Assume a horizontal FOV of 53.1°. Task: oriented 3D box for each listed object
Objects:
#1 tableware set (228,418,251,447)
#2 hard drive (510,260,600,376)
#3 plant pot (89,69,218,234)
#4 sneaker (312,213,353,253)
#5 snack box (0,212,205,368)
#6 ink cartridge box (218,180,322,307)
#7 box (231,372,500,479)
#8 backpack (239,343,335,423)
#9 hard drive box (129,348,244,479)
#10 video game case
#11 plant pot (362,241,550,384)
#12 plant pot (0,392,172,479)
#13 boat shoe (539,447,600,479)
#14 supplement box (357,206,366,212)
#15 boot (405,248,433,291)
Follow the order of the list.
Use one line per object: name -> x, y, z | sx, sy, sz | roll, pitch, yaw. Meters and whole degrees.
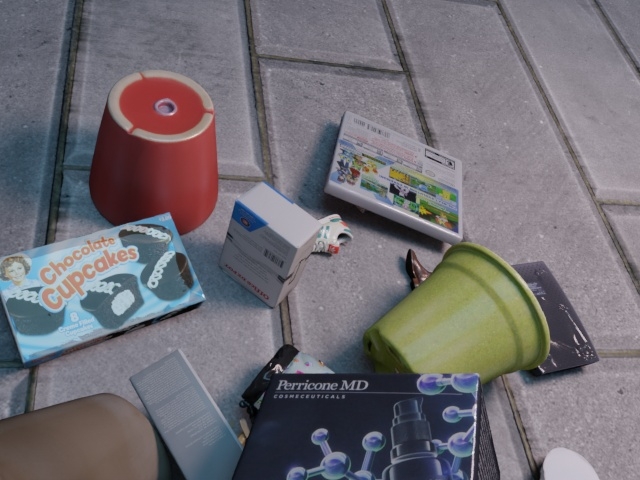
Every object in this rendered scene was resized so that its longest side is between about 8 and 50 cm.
tableware set -> -0.126, 0.390, 1.037 | 0.128, 0.039, 0.194 | 24, 51, 0
hard drive -> 0.471, 0.167, 1.387 | 0.172, 0.054, 0.254 | -7, 57, -22
plant pot -> -0.321, -0.183, 1.276 | 0.275, 0.243, 0.275 | 9, 52, -12
sneaker -> 0.000, 0.000, 1.360 | 0.161, 0.057, 0.075 | -24, 59, -34
snack box -> -0.391, 0.081, 1.146 | 0.322, 0.060, 0.187 | -19, 77, -28
ink cartridge box -> -0.100, 0.011, 1.227 | 0.148, 0.203, 0.086 | 37, 50, 11
box -> 0.048, 0.371, 0.757 | 0.293, 0.212, 0.395 | -5, 35, 20
backpack -> -0.026, 0.275, 1.102 | 0.182, 0.115, 0.152 | 39, 40, 6
hard drive box -> -0.179, 0.308, 0.963 | 0.089, 0.181, 0.232 | -30, 59, -20
video game case -> 0.183, -0.153, 1.507 | 0.329, 0.036, 0.300 | 22, 43, -9
plant pot -> 0.229, 0.181, 1.189 | 0.254, 0.276, 0.276 | -29, 66, -21
plant pot -> -0.365, 0.353, 0.850 | 0.323, 0.323, 0.280 | 42, 36, 15
boat shoe -> 0.419, 0.487, 1.103 | 0.108, 0.102, 0.301 | 20, 29, 7
supplement box -> 0.116, -0.113, 1.495 | 0.098, 0.036, 0.062 | -29, 67, -35
boot -> 0.248, 0.068, 1.401 | 0.114, 0.037, 0.106 | 0, 67, -14
